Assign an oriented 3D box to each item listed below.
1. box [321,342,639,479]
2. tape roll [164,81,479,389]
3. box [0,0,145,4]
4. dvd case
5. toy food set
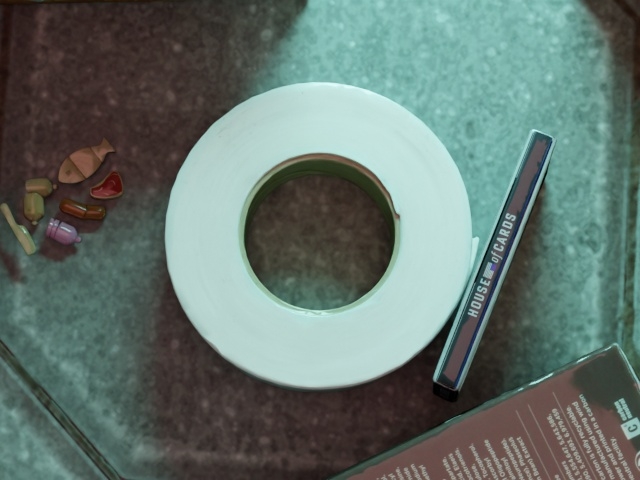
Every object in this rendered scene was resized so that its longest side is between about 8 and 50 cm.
[{"bbox_3d":[0.113,0.234,1.721,0.381,0.191,0.143,-27,84,-4],"label":"box"},{"bbox_3d":[0.000,0.000,1.789,0.286,0.100,0.286,0,83,0],"label":"tape roll"},{"bbox_3d":[-0.180,-0.322,1.766,0.345,0.215,0.168,-1,84,0],"label":"box"},{"bbox_3d":[0.156,0.028,1.747,0.029,0.179,0.239,22,84,6],"label":"dvd case"},{"bbox_3d":[-0.238,-0.037,1.834,0.122,0.019,0.078,-29,85,-11],"label":"toy food set"}]
